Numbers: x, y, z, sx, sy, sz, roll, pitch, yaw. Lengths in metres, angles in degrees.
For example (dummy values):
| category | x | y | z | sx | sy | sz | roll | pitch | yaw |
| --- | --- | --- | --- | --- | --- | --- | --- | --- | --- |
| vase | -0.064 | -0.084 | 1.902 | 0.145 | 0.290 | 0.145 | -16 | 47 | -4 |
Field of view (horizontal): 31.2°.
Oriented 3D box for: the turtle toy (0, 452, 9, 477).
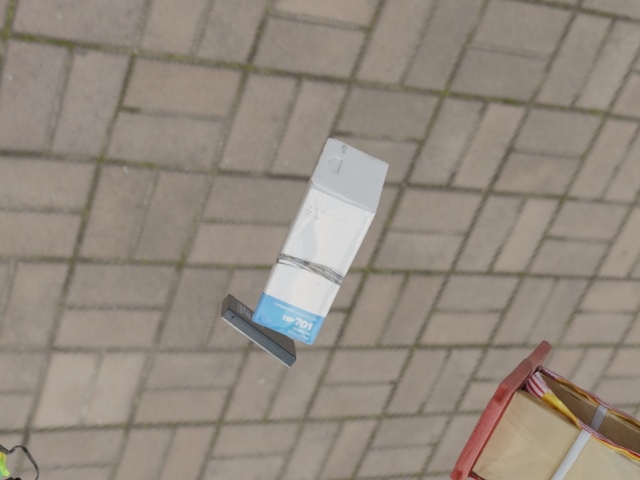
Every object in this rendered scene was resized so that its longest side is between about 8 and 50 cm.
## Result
| category | x | y | z | sx | sy | sz | roll | pitch | yaw |
| --- | --- | --- | --- | --- | --- | --- | --- | --- | --- |
| turtle toy | -0.458 | 0.283 | 1.447 | 0.130 | 0.066 | 0.095 | 16 | 163 | -6 |

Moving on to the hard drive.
| category | x | y | z | sx | sy | sz | roll | pitch | yaw |
| --- | --- | --- | --- | --- | --- | --- | --- | --- | --- |
| hard drive | -0.096 | 0.141 | 1.797 | 0.135 | 0.094 | 0.022 | 37 | 98 | -10 |

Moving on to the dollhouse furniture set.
| category | x | y | z | sx | sy | sz | roll | pitch | yaw |
| --- | --- | --- | --- | --- | --- | --- | --- | --- | --- |
| dollhouse furniture set | 0.294 | 0.097 | 0.982 | 0.152 | 0.201 | 0.374 | -21 | 140 | -63 |

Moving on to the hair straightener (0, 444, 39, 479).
| category | x | y | z | sx | sy | sz | roll | pitch | yaw |
| --- | --- | --- | --- | --- | --- | --- | --- | --- | --- |
| hair straightener | -0.374 | 0.312 | 1.269 | 0.089 | 0.230 | 0.047 | 24 | 125 | -3 |

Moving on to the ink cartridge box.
| category | x | y | z | sx | sy | sz | roll | pitch | yaw |
| --- | --- | --- | --- | --- | --- | --- | --- | --- | --- |
| ink cartridge box | 0.000 | 0.000 | 1.308 | 0.082 | 0.139 | 0.190 | 25 | 119 | -3 |
